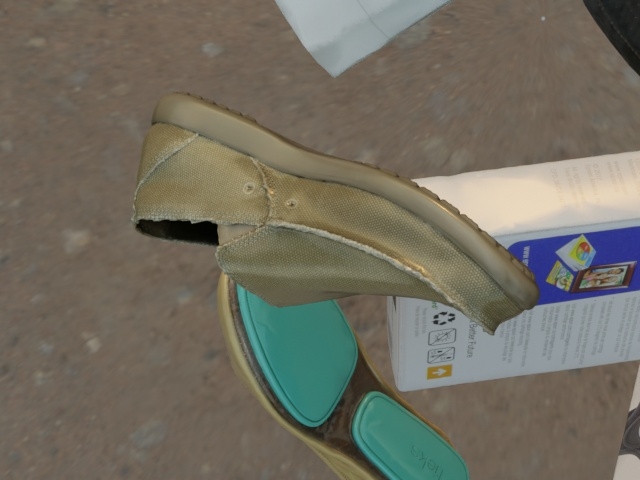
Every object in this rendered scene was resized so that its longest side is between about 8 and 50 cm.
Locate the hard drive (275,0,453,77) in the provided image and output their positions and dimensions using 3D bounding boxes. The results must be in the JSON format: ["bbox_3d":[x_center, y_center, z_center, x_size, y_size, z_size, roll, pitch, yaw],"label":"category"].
[{"bbox_3d":[0.064,-0.206,0.461,0.307,0.040,0.203,-29,96,37],"label":"hard drive"}]

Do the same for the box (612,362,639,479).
[{"bbox_3d":[0.159,0.059,0.610,0.028,0.136,0.081,42,136,-23],"label":"box"}]

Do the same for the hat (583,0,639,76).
[{"bbox_3d":[0.337,-0.210,1.036,0.331,0.134,0.331,12,114,29],"label":"hat"}]

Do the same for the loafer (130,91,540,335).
[{"bbox_3d":[0.000,0.000,0.484,0.148,0.056,0.050,24,85,35],"label":"loafer"}]

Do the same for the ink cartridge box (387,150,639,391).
[{"bbox_3d":[0.228,0.012,1.042,0.371,0.176,0.069,-5,54,-2],"label":"ink cartridge box"}]

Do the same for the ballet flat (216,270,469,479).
[{"bbox_3d":[-0.002,0.093,0.913,0.073,0.080,0.232,-5,133,47],"label":"ballet flat"}]
